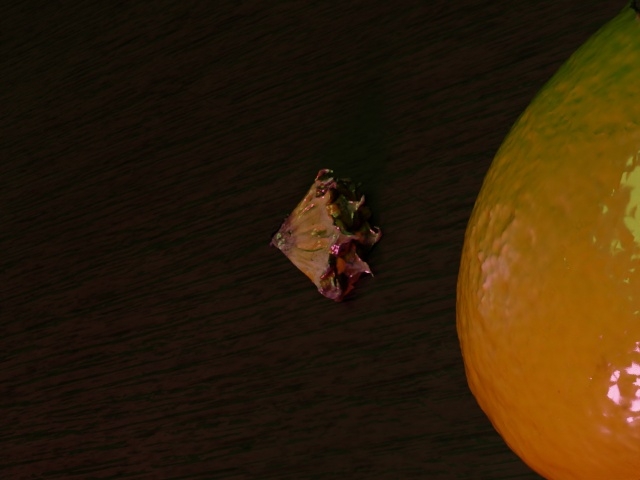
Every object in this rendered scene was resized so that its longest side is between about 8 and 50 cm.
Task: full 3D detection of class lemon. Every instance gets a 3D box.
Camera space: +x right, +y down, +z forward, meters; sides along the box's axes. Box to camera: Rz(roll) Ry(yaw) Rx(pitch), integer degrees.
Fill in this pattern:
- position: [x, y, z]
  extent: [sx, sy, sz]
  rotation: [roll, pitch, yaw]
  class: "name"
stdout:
- position: [0.253, 0.041, 0.861]
  extent: [0.364, 0.364, 0.364]
  rotation: [-21, 53, 31]
  class: "lemon"

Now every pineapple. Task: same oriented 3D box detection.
- position: [0.000, 0.000, 1.289]
  extent: [0.116, 0.069, 0.137]
  rotation: [-14, 59, 35]
  class: "pineapple"
